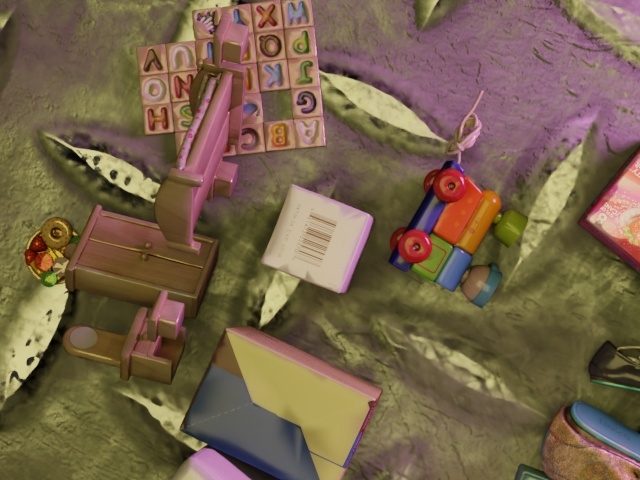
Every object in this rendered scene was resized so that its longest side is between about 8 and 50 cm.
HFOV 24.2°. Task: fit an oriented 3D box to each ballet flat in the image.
[{"bbox_3d":[0.439,0.172,1.867,0.203,0.074,0.074,17,89,7],"label":"ballet flat"},{"bbox_3d":[0.434,0.321,1.849,0.348,0.123,0.123,26,90,4],"label":"ballet flat"}]

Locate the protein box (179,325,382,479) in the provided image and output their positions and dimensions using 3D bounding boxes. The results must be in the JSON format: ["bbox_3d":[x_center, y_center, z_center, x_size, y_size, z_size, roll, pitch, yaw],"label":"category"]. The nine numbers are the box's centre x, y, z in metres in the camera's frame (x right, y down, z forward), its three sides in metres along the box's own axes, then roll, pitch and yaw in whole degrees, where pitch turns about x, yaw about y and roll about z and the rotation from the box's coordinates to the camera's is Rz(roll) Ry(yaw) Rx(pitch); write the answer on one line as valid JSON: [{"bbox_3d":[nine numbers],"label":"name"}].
[{"bbox_3d":[-0.043,0.208,1.837,0.200,0.201,0.136,25,90,5],"label":"protein box"}]

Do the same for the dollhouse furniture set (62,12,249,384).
[{"bbox_3d":[-0.215,-0.057,1.779,0.174,0.355,0.303,13,50,4],"label":"dollhouse furniture set"}]

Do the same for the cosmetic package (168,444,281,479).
[{"bbox_3d":[-0.089,0.485,1.769,0.394,0.327,0.329,41,91,4],"label":"cosmetic package"}]

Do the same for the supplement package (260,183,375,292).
[{"bbox_3d":[0.000,0.000,1.852,0.105,0.179,0.105,21,90,5],"label":"supplement package"}]

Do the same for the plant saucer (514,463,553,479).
[{"bbox_3d":[0.254,0.386,1.899,0.067,0.018,0.192,19,90,5],"label":"plant saucer"}]

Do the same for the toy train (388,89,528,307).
[{"bbox_3d":[0.202,-0.048,1.883,0.143,0.105,0.248,30,90,-5],"label":"toy train"}]

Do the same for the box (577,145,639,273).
[{"bbox_3d":[0.480,0.014,1.831,0.300,0.142,0.154,39,91,5],"label":"box"}]

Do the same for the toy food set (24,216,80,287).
[{"bbox_3d":[-0.348,0.018,1.959,0.083,0.020,0.082,-41,86,2],"label":"toy food set"}]

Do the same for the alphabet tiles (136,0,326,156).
[{"bbox_3d":[-0.120,-0.209,1.955,0.237,0.009,0.198,-6,88,4],"label":"alphabet tiles"}]
